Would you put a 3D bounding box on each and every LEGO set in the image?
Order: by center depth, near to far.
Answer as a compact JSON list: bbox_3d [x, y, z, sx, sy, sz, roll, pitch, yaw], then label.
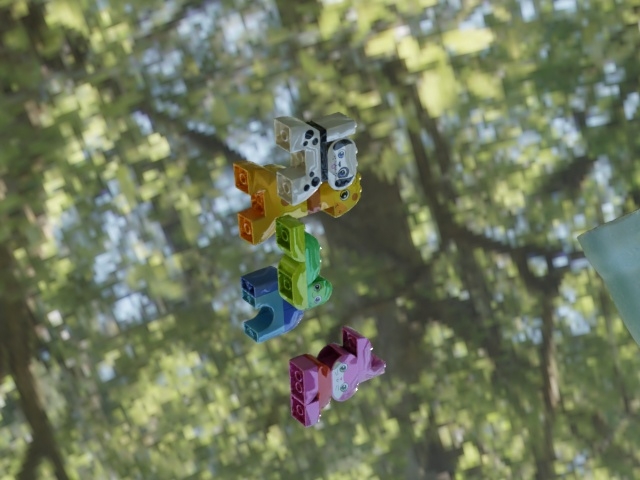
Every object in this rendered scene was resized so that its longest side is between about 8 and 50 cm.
[{"bbox_3d":[0.000,0.000,1.215,0.093,0.227,0.087,-20,-147,-29],"label":"LEGO set"}]

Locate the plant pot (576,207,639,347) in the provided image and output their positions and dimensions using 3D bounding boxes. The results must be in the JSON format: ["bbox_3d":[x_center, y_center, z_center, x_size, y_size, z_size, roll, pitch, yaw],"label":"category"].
[{"bbox_3d":[0.315,0.035,0.977,0.293,0.196,0.293,-21,176,-1],"label":"plant pot"}]
